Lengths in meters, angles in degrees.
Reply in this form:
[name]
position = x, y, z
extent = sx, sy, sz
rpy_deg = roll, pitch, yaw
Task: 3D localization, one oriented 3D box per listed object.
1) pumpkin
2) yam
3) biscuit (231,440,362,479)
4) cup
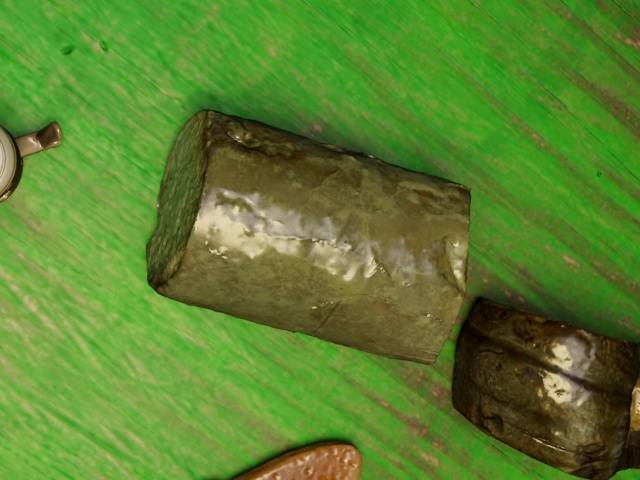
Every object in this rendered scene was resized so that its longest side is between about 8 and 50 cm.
[pumpkin]
position = 0.246, 0.143, 0.859
extent = 0.248, 0.126, 0.131
rpy_deg = 14, 91, -15
[yam]
position = 0.000, 0.000, 0.777
extent = 0.268, 0.161, 0.161
rpy_deg = 16, 88, -12
[biscuit]
position = -0.067, 0.281, 0.826
extent = 0.183, 0.043, 0.280
rpy_deg = 44, 77, -16
[cup]
position = -0.253, -0.059, 0.734
extent = 0.102, 0.099, 0.074
rpy_deg = 6, 91, -15
